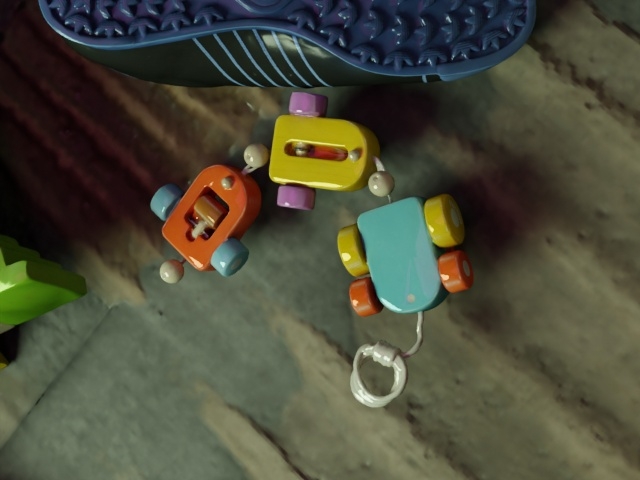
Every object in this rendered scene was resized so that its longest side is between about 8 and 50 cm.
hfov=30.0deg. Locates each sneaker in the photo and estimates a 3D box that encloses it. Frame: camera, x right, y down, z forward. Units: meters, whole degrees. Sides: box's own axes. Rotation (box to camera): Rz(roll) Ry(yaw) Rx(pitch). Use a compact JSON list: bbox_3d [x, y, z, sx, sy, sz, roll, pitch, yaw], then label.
[{"bbox_3d":[-0.016,-0.114,0.587,0.232,0.090,0.081,4,90,1],"label":"sneaker"}]

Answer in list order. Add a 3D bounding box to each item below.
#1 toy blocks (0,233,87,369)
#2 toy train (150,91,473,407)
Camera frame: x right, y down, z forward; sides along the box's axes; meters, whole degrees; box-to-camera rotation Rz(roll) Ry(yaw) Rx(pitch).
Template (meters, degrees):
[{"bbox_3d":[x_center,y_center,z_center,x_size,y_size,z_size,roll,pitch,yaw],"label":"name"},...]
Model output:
[{"bbox_3d":[-0.335,-0.028,0.679,0.381,0.191,0.260,-24,69,21],"label":"toy blocks"},{"bbox_3d":[0.000,0.000,0.594,0.166,0.046,0.125,37,104,21],"label":"toy train"}]
